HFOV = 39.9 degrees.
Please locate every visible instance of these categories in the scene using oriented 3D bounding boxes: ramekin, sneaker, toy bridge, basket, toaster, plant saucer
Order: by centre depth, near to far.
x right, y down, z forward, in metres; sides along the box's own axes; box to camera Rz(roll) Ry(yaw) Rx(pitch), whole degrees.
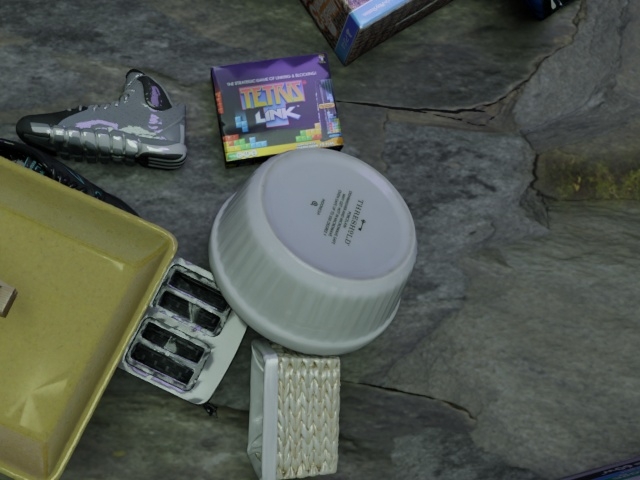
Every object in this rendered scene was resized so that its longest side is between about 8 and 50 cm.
[{"bbox_3d":[-0.440,0.027,1.025,0.188,0.026,0.063,21,69,2],"label":"toy bridge"},{"bbox_3d":[-0.387,0.083,1.067,0.332,0.081,0.333,24,71,2],"label":"plant saucer"},{"bbox_3d":[0.000,0.000,1.137,0.272,0.127,0.273,13,49,-16],"label":"ramekin"},{"bbox_3d":[-0.035,0.219,1.152,0.103,0.113,0.167,1,95,-13],"label":"basket"},{"bbox_3d":[-0.180,0.121,1.162,0.185,0.110,0.168,27,79,-3],"label":"toaster"},{"bbox_3d":[-0.355,-0.054,1.171,0.267,0.106,0.101,28,77,-4],"label":"sneaker"},{"bbox_3d":[-0.294,-0.177,1.216,0.228,0.086,0.132,8,75,-16],"label":"sneaker"}]

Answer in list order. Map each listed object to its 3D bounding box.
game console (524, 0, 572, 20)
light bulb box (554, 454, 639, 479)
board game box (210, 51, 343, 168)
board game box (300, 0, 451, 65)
[{"bbox_3d":[0.312,-0.496,1.300,0.173,0.250,0.293,-35,86,15],"label":"game console"},{"bbox_3d":[0.378,0.489,1.117,0.357,0.225,0.361,-13,82,-9],"label":"light bulb box"},{"bbox_3d":[-0.063,-0.185,1.258,0.170,0.048,0.141,-10,84,-9],"label":"board game box"},{"bbox_3d":[0.060,-0.447,1.268,0.232,0.141,0.291,-33,86,-11],"label":"board game box"}]
